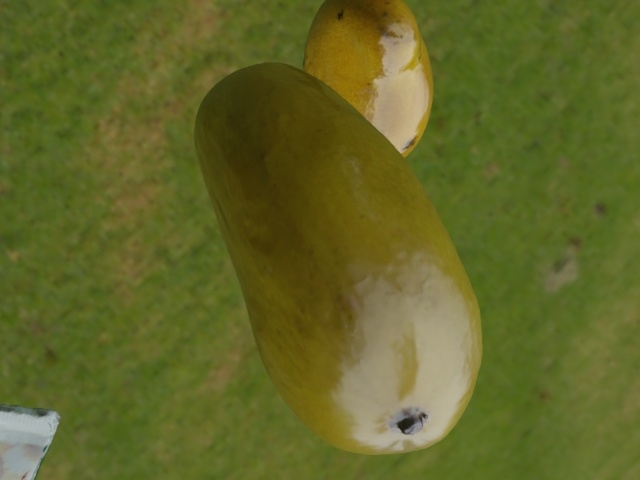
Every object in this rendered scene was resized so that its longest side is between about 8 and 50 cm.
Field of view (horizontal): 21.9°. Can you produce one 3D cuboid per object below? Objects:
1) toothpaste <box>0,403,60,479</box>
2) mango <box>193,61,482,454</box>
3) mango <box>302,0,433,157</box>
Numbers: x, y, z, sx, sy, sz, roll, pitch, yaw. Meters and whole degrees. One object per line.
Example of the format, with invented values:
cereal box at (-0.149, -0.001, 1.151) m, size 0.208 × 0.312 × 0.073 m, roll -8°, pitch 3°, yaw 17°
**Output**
toothpaste at (-0.144, 0.130, 0.662) m, size 0.049 × 0.031 × 0.204 m, roll 9°, pitch 132°, yaw -13°
mango at (0.001, -0.003, 1.090) m, size 0.142 × 0.332 × 0.195 m, roll -20°, pitch 146°, yaw -13°
mango at (0.052, -0.168, 1.675) m, size 0.109 × 0.157 × 0.262 m, roll -22°, pitch 158°, yaw -25°
